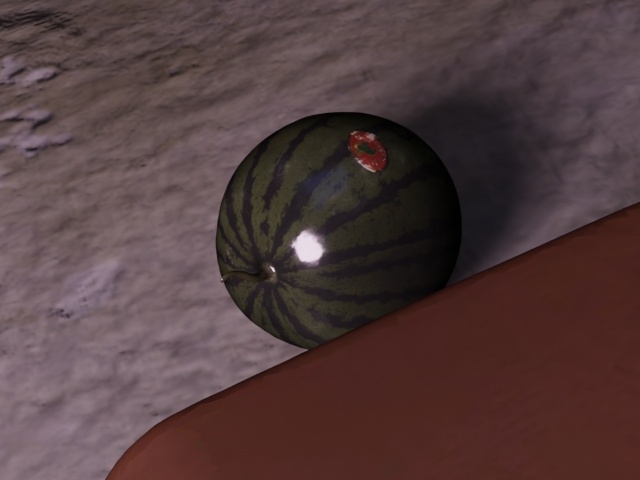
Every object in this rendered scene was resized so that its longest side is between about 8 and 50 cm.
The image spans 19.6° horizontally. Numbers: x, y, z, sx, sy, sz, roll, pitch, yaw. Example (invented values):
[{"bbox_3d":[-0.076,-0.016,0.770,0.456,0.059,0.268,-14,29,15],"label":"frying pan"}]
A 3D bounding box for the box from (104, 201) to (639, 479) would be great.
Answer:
[{"bbox_3d":[0.130,0.136,0.511,0.339,0.239,0.229,-23,38,-9],"label":"box"}]

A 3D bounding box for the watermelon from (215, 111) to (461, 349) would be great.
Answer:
[{"bbox_3d":[0.000,0.000,0.804,0.105,0.105,0.133,19,30,34],"label":"watermelon"}]
